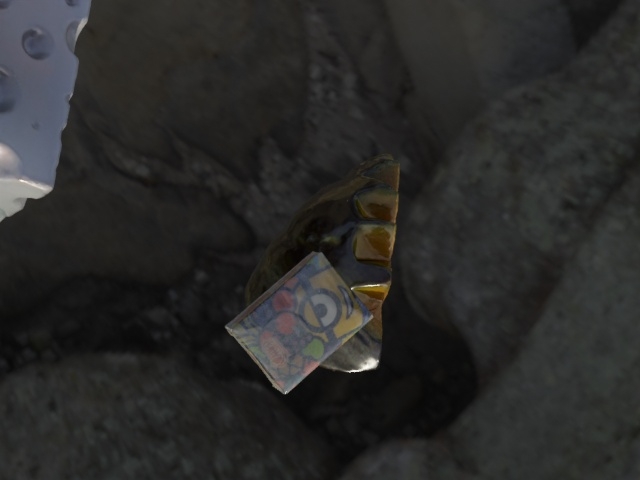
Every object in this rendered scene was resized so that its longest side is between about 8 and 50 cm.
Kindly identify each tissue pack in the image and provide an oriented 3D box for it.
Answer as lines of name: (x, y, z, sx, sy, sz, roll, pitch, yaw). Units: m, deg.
tissue pack: (-0.014, 0.056, 1.148, 0.083, 0.035, 0.063, -42, 103, -10)

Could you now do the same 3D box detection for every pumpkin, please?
pumpkin: (0.000, 0.000, 1.648, 0.149, 0.254, 0.130, 3, 129, 2)

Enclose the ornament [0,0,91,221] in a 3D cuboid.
ornament: (-0.389, -0.159, 1.599, 0.240, 0.239, 0.239, 20, 65, -29)
